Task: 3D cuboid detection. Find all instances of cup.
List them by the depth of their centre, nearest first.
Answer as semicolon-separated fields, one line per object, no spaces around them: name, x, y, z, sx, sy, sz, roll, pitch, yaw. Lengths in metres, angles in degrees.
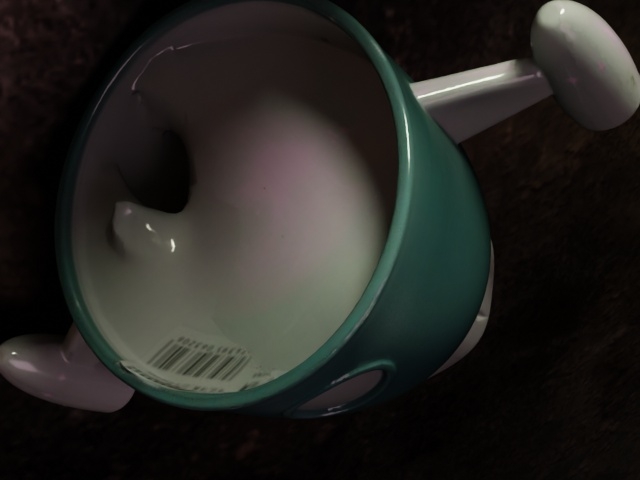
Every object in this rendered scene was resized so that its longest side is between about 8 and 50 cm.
cup;0.000;0.000;0.440;0.299;0.167;0.173;-30;154;18
